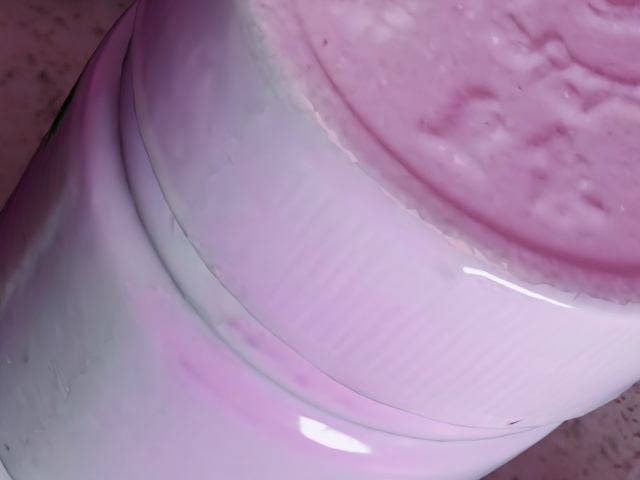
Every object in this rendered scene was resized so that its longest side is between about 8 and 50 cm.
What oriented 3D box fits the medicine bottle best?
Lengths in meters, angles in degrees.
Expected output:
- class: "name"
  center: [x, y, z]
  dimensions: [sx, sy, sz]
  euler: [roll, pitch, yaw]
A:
- class: "medicine bottle"
  center: [0.000, 0.000, 0.580]
  dimensions: [0.212, 0.325, 0.212]
  euler: [12, 59, -21]
